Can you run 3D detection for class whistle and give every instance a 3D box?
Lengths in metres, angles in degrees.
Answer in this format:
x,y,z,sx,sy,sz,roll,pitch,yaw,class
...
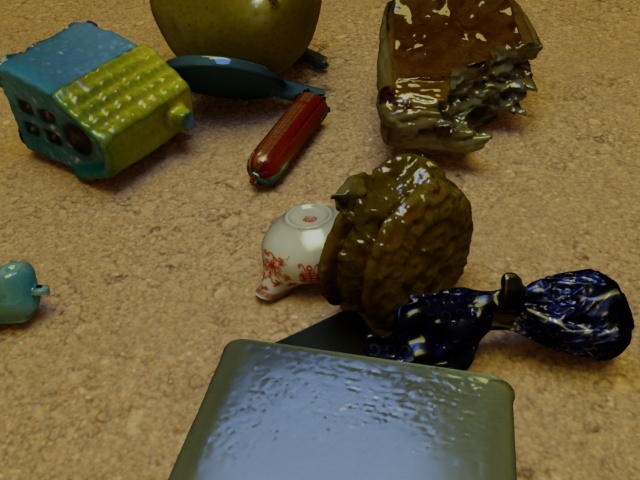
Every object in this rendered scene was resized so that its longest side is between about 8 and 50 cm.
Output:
x,y,z,sx,sy,sz,roll,pitch,yaw,class
-0.534,0.082,0.951,0.274,0.093,0.186,-4,17,3,whistle

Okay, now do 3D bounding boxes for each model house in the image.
x,y,z,sx,sy,sz,roll,pitch,yaw,class
-0.403,-0.254,1.211,0.303,0.215,0.237,25,50,22,model house

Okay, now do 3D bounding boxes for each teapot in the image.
x,y,z,sx,sy,sz,roll,pitch,yaw,class
0.000,0.000,0.998,0.246,0.116,0.159,-19,21,-22,teapot

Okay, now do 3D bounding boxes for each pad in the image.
x,y,z,sx,sy,sz,roll,pitch,yaw,class
-0.007,0.165,0.886,0.193,0.004,0.116,-23,47,-20,pad

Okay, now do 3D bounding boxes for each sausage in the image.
x,y,z,sx,sy,sz,roll,pitch,yaw,class
-0.067,-0.187,1.207,0.083,0.083,0.264,15,47,19,sausage

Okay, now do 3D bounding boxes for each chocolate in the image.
x,y,z,sx,sy,sz,roll,pitch,yaw,class
0.222,0.103,0.840,0.344,0.148,0.126,-6,37,-5,chocolate

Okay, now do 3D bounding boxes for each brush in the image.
x,y,z,sx,sy,sz,roll,pitch,yaw,class
-0.088,-0.480,1.534,0.070,0.051,0.323,-31,50,-28,brush

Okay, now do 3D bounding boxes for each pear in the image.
x,y,z,sx,sy,sz,roll,pitch,yaw,class
-0.178,-0.512,1.344,0.363,0.362,0.418,-20,14,-16,pear

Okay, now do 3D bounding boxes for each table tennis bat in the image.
x,y,z,sx,sy,sz,roll,pitch,yaw,class
-0.153,-0.318,1.301,0.329,0.215,0.044,7,85,-15,table tennis bat

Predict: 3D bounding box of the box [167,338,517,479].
x,y,z,sx,sy,sz,roll,pitch,yaw,class
0.016,0.292,0.629,0.352,0.177,0.343,6,44,11,box

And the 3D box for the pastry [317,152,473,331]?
x,y,z,sx,sy,sz,roll,pitch,yaw,class
0.115,0.006,0.882,0.132,0.235,0.240,32,43,27,pastry

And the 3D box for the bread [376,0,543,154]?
x,y,z,sx,sy,sz,roll,pitch,yaw,class
0.254,-0.307,1.239,0.314,0.191,0.369,1,56,-2,bread
